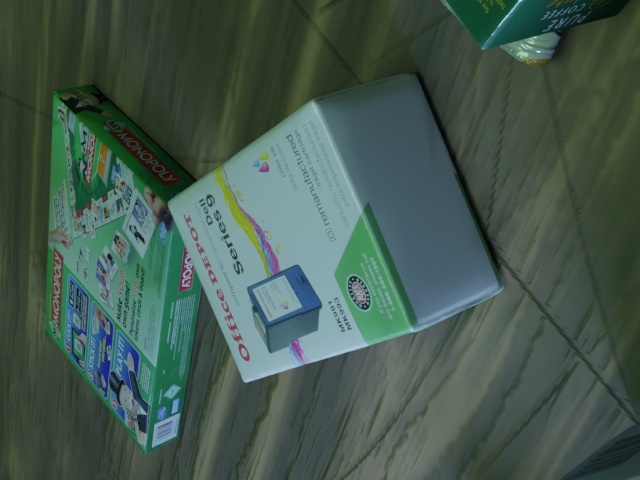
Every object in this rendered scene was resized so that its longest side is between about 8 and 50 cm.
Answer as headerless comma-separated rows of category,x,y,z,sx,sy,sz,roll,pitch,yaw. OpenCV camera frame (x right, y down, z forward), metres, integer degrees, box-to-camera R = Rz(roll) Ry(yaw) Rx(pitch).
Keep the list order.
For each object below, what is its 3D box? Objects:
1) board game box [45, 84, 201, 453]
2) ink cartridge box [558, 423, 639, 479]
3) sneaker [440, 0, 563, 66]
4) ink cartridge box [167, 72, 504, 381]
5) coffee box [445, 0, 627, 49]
board game box,-0.204,0.034,0.980,0.213,0.046,0.317,42,135,32
ink cartridge box,0.273,0.205,0.405,0.272,0.130,0.309,-38,76,51
sneaker,0.103,-0.132,0.546,0.083,0.032,0.037,41,121,25
ink cartridge box,0.000,0.000,0.677,0.212,0.093,0.154,-24,88,54
coffee box,0.140,-0.163,0.414,0.040,0.113,0.184,56,142,15
